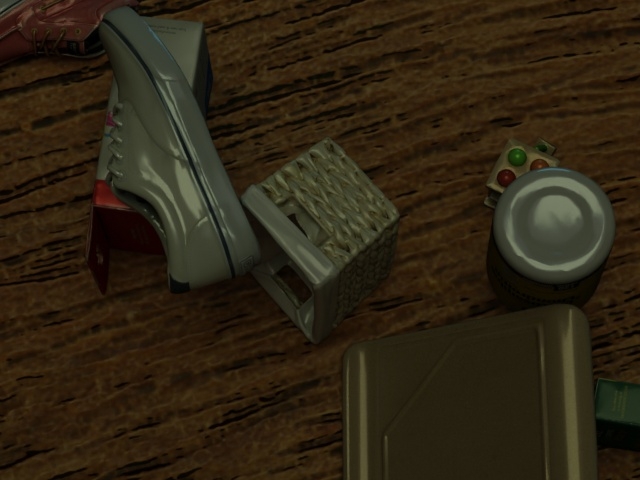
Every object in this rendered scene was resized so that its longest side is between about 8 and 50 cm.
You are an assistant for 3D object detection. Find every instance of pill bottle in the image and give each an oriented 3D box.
[{"bbox_3d":[0.197,0.011,1.575,0.103,0.184,0.103,-1,73,3],"label":"pill bottle"}]

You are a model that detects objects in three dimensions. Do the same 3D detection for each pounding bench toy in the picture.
[{"bbox_3d":[0.191,-0.067,1.663,0.052,0.065,0.083,25,75,10],"label":"pounding bench toy"}]

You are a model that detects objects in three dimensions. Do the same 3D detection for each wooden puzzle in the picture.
[{"bbox_3d":[0.129,0.179,1.564,0.238,0.044,0.221,-12,70,32],"label":"wooden puzzle"}]

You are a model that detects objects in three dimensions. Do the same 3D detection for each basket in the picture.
[{"bbox_3d":[0.000,0.000,1.601,0.103,0.167,0.113,-38,75,-14],"label":"basket"}]

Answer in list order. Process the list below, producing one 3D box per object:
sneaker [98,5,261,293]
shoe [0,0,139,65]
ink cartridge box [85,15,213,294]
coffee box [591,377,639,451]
[{"bbox_3d":[-0.141,-0.077,1.527,0.091,0.094,0.258,-24,76,-12],"label":"sneaker"},{"bbox_3d":[-0.260,-0.200,1.727,0.178,0.063,0.081,-37,70,-13],"label":"shoe"},{"bbox_3d":[-0.154,-0.072,1.645,0.078,0.134,0.231,7,74,3],"label":"ink cartridge box"},{"bbox_3d":[0.321,0.161,1.561,0.184,0.113,0.040,8,74,7],"label":"coffee box"}]
